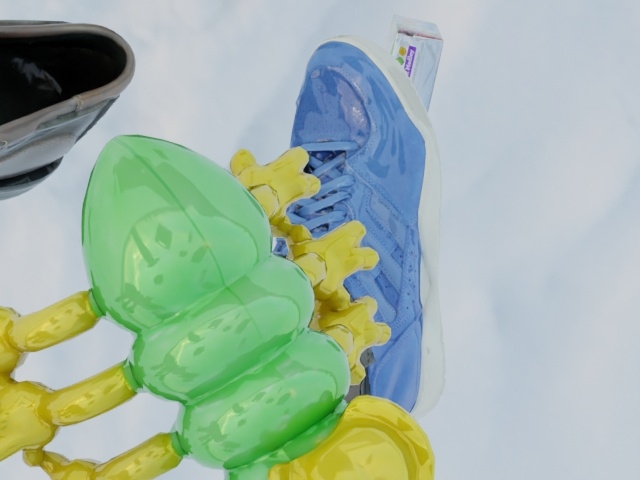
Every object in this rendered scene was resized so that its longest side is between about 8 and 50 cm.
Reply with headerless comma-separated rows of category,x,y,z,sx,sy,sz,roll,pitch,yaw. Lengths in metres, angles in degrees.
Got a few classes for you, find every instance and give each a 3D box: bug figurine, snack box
bug figurine,-0.028,0.105,0.308,0.279,0.072,0.216,-33,91,-22
snack box,0.053,-0.082,1.292,0.037,0.100,0.141,12,103,-3

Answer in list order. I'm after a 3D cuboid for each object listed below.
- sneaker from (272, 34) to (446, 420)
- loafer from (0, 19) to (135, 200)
sneaker,0.001,0.000,0.684,0.084,0.058,0.152,-10,97,-49
loafer,-0.179,-0.053,0.698,0.084,0.096,0.267,-27,174,35
